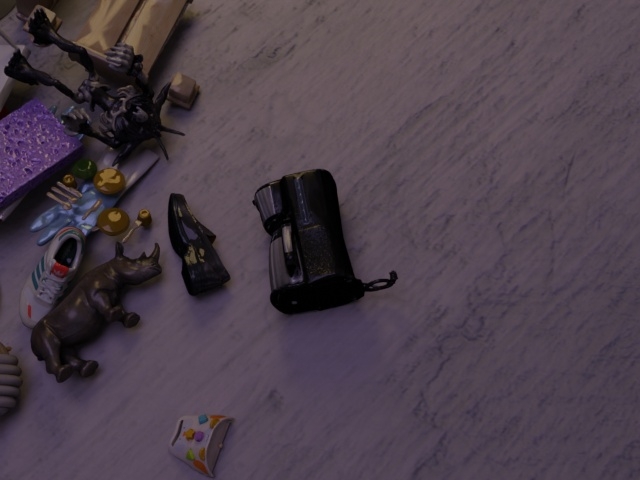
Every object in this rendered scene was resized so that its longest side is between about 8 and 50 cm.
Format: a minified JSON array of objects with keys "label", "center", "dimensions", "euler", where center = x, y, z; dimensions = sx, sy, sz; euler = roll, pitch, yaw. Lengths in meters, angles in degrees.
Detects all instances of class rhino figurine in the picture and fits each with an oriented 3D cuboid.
[{"label":"rhino figurine","center":[-0.317,0.090,1.290],"dimensions":[0.106,0.073,0.243],"euler":[29,69,29]}]

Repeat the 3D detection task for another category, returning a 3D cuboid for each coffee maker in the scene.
[{"label":"coffee maker","center":[0.000,0.000,1.274],"dimensions":[0.171,0.120,0.178],"euler":[-1,63,-18]}]

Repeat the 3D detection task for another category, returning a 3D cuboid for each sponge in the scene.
[{"label":"sponge","center":[-0.478,-0.121,1.365],"dimensions":[0.210,0.031,0.117],"euler":[-39,76,-21]}]

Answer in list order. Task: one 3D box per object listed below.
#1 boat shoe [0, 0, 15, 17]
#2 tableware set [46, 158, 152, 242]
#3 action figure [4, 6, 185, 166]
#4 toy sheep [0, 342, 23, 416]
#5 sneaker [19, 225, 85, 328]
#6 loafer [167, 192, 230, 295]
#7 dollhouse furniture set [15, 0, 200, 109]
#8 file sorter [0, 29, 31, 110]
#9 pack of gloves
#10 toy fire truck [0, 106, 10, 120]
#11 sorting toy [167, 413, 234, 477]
[{"label":"boat shoe","center":[-0.596,-0.406,1.592],"dimensions":[0.043,0.049,0.137],"euler":[39,80,25]},{"label":"tableware set","center":[-0.327,-0.061,1.365],"dimensions":[0.154,0.024,0.104],"euler":[30,60,8]},{"label":"action figure","center":[-0.336,-0.222,1.360],"dimensions":[0.276,0.141,0.164],"euler":[32,86,-5]},{"label":"toy sheep","center":[-0.460,0.202,1.254],"dimensions":[0.091,0.091,0.132],"euler":[-7,77,6]},{"label":"sneaker","center":[-0.389,0.053,1.298],"dimensions":[0.057,0.075,0.161],"euler":[29,83,-15]},{"label":"loafer","center":[-0.184,0.002,1.327],"dimensions":[0.061,0.062,0.170],"euler":[-11,64,-21]},{"label":"dollhouse furniture set","center":[-0.330,-0.400,1.543],"dimensions":[0.356,0.174,0.303],"euler":[26,70,-6]},{"label":"file sorter","center":[-0.654,-0.278,1.435],"dimensions":[0.278,0.173,0.192],"euler":[6,65,26]},{"label":"pack of gloves","center":[-0.401,-0.095,1.406],"dimensions":[0.195,0.046,0.232],"euler":[34,65,9]},{"label":"toy fire truck","center":[-0.528,-0.128,1.443],"dimensions":[0.135,0.047,0.192],"euler":[20,69,17]},{"label":"sorting toy","center":[-0.168,0.265,1.205],"dimensions":[0.075,0.045,0.083],"euler":[4,63,32]}]
